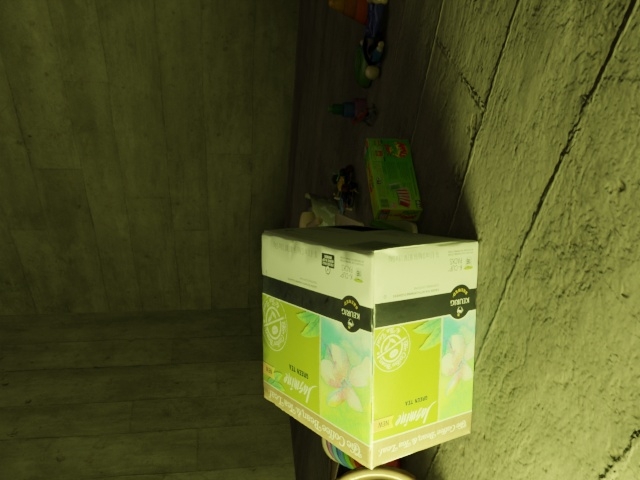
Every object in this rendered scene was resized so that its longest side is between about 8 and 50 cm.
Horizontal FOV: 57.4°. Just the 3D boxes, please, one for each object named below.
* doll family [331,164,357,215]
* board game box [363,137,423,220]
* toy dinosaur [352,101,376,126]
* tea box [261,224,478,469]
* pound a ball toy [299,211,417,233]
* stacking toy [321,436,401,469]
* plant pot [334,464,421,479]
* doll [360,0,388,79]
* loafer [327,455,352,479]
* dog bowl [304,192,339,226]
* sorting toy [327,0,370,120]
[{"bbox_3d":[0.074,-0.156,1.749,0.193,0.075,0.111,-107,22,-44],"label":"doll family"},{"bbox_3d":[0.147,-0.127,1.209,0.043,0.092,0.181,105,162,-58],"label":"board game box"},{"bbox_3d":[0.107,-0.327,1.518,0.082,0.090,0.047,-21,75,33],"label":"toy dinosaur"},{"bbox_3d":[0.069,0.148,0.997,0.329,0.219,0.324,9,102,56],"label":"tea box"},{"bbox_3d":[0.072,0.012,1.327,0.319,0.208,0.136,-146,56,-78],"label":"pound a ball toy"},{"bbox_3d":[0.104,0.514,1.440,0.330,0.141,0.141,153,116,-75],"label":"stacking toy"},{"bbox_3d":[0.113,0.550,1.103,0.229,0.262,0.263,55,-148,-75],"label":"plant pot"},{"bbox_3d":[0.130,-0.490,1.431,0.129,0.046,0.189,-127,35,-59],"label":"doll"},{"bbox_3d":[0.074,0.713,1.591,0.130,0.133,0.366,104,163,-58],"label":"loafer"},{"bbox_3d":[0.000,0.000,2.110,0.349,0.102,0.349,179,90,-80],"label":"dog bowl"},{"bbox_3d":[0.073,-0.496,1.550,0.127,0.126,0.366,-107,20,-60],"label":"sorting toy"}]
